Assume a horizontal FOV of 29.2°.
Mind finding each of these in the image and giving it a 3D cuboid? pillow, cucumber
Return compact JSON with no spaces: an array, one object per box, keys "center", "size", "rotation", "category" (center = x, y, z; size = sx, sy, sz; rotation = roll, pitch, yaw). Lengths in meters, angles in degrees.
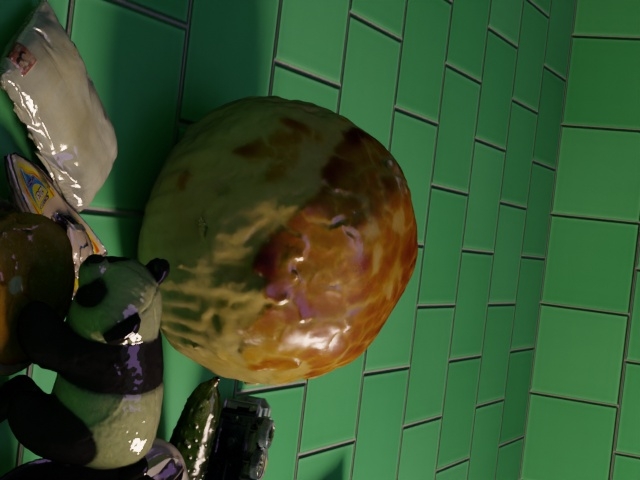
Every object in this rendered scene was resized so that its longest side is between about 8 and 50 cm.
[{"center":[-0.284,-0.141,1.339],"size":[0.229,0.051,0.128],"rotation":[71,28,-46],"category":"pillow"},{"center":[-0.173,0.275,1.617],"size":[0.069,0.069,0.227],"rotation":[-23,136,-62],"category":"cucumber"}]

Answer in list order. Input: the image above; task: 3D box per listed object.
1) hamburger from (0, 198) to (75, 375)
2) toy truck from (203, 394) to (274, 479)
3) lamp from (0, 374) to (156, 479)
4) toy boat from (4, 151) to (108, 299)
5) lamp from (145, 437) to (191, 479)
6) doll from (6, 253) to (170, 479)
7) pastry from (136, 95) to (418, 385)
[{"center":[-0.334,0.050,1.225],"size":[0.177,0.113,0.185],"rotation":[-17,121,-70],"category":"hamburger"},{"center":[-0.126,0.341,1.749],"size":[0.140,0.108,0.256],"rotation":[67,33,-70],"category":"toy truck"},{"center":[-0.273,0.370,1.299],"size":[0.272,0.374,0.205],"rotation":[-57,172,22],"category":"lamp"},{"center":[-0.295,-0.017,1.330],"size":[0.210,0.066,0.084],"rotation":[69,35,-44],"category":"toy boat"},{"center":[-0.222,0.354,1.533],"size":[0.179,0.108,0.246],"rotation":[-31,123,-44],"category":"lamp"},{"center":[-0.220,0.121,1.231],"size":[0.143,0.135,0.234],"rotation":[-30,129,-68],"category":"doll"},{"center":[-0.042,0.005,1.592],"size":[0.388,0.313,0.388],"rotation":[-13,105,-62],"category":"pastry"}]
